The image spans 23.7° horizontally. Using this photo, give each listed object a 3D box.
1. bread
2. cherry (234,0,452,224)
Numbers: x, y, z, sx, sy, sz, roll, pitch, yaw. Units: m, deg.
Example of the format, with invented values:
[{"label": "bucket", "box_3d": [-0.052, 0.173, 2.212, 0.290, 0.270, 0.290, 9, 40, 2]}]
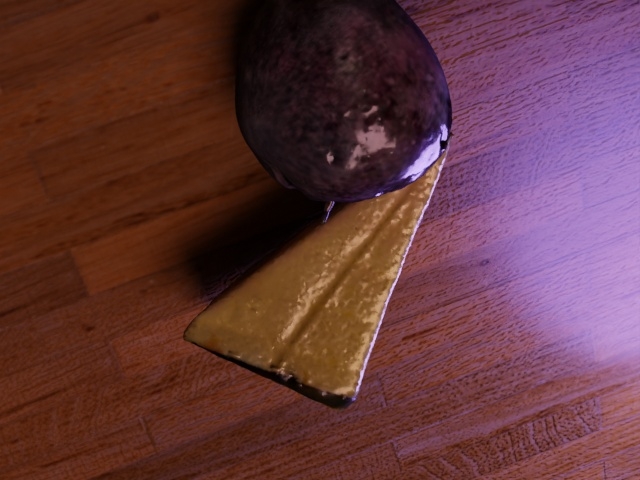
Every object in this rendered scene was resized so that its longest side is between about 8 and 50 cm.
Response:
[{"label": "bread", "box_3d": [0.003, -0.003, 1.394, 0.163, 0.167, 0.264, 21, 97, 3]}, {"label": "cherry", "box_3d": [0.015, -0.123, 1.253, 0.195, 0.195, 0.195, -12, 133, -13]}]
